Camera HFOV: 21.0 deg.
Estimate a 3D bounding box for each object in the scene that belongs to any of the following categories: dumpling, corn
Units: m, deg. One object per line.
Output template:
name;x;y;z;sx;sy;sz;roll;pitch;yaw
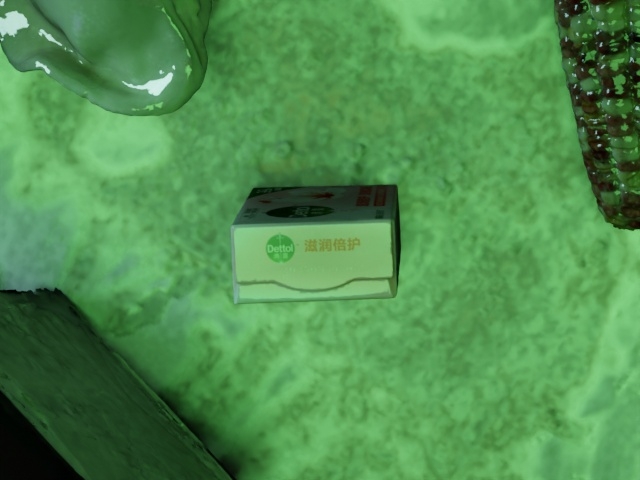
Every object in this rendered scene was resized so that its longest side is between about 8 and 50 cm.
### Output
dumpling;-0.131;-0.143;0.949;0.134;0.100;0.169;-20;99;21
corn;0.164;-0.123;0.950;0.079;0.079;0.237;-7;106;5

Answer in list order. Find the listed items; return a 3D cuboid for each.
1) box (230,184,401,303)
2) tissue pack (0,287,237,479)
box;0.000;0.000;0.957;0.089;0.125;0.043;-2;101;3
tissue pack;-0.238;0.223;0.962;0.210;0.198;0.370;45;102;13
